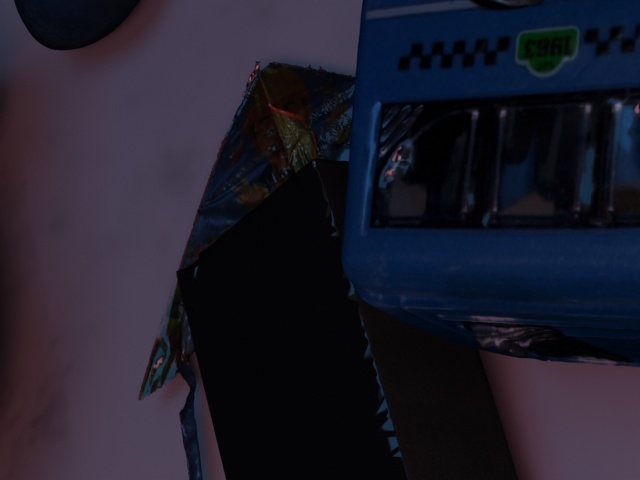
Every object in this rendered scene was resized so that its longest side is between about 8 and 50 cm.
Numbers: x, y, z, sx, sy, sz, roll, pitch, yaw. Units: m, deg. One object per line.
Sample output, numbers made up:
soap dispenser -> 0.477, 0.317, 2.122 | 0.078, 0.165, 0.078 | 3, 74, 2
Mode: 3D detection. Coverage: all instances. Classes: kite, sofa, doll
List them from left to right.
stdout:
doll -> -0.104, -0.117, 0.722 | 0.076, 0.050, 0.083 | -36, 56, 29
kite -> 0.000, 0.000, 0.614 | 0.183, 0.010, 0.160 | -33, 58, 23
sofa -> 0.013, 0.056, 0.552 | 0.085, 0.060, 0.147 | -38, 58, 39

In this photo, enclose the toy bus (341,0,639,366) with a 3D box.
toy bus -> 0.129, -0.028, 0.447 | 0.246, 0.113, 0.134 | 1, 76, 40
